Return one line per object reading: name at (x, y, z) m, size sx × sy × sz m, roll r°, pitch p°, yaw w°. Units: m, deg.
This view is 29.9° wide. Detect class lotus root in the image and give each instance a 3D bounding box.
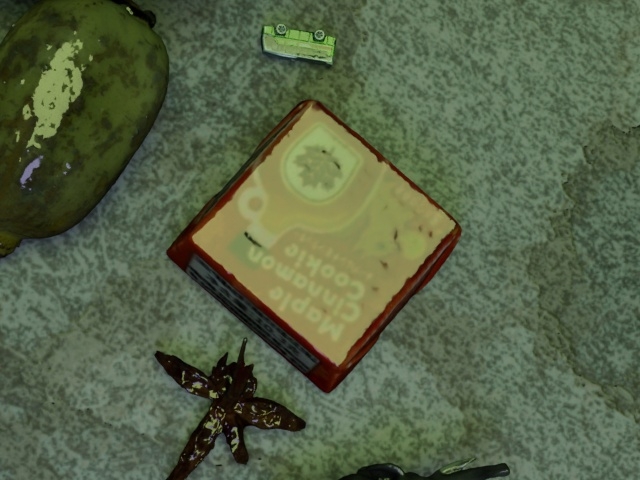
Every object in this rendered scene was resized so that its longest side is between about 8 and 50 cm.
lotus root at (-0.270, -0.114, 1.224) m, size 0.173 × 0.173 × 0.309 m, roll 28°, pitch 86°, yaw -3°

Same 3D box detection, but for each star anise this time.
star anise at (-0.092, 0.168, 1.205) m, size 0.158 × 0.144 × 0.140 m, roll -14°, pitch 91°, yaw -10°

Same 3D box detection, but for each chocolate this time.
chocolate at (0.000, 0.000, 1.259) m, size 0.237 × 0.108 × 0.235 m, roll 42°, pitch 80°, yaw -1°

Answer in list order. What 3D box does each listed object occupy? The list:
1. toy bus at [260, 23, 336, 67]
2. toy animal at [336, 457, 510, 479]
toy bus at (-0.025, -0.217, 1.329) m, size 0.083 × 0.031 × 0.037 m, roll 8°, pitch 90°, yaw -6°
toy animal at (0.054, 0.269, 1.210) m, size 0.270 × 0.137 × 0.082 m, roll -16°, pitch 80°, yaw -2°
